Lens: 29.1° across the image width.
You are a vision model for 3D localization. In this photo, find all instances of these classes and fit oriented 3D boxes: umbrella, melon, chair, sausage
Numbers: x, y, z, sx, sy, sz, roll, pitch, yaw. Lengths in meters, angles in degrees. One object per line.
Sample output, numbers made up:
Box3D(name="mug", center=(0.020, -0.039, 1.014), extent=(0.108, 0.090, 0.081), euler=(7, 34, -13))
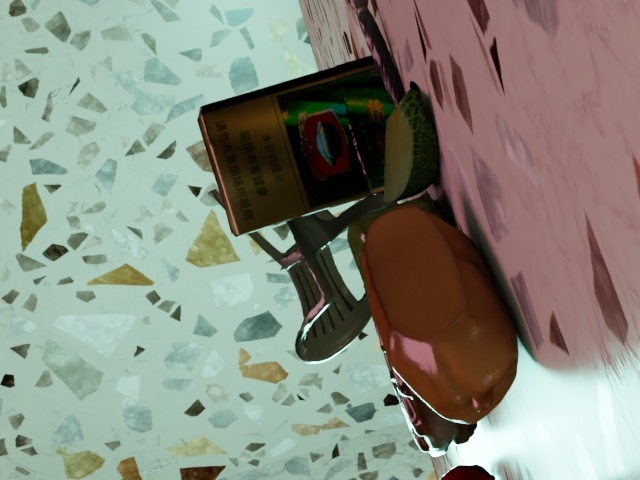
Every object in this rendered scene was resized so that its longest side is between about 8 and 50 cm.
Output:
Box3D(name="umbrella", center=(0.053, -0.250, 1.441), extent=(0.044, 0.044, 0.269), euler=(-12, -98, -46))
Box3D(name="melon", center=(0.098, -0.112, 1.326), extent=(0.262, 0.053, 0.114), euler=(95, 169, -76))
Box3D(name="chair", center=(0.000, 0.000, 1.609), extent=(0.274, 0.203, 0.190), euler=(57, 137, 4))
Box3D(name="sausage", center=(0.111, 0.067, 1.155), extent=(0.136, 0.120, 0.241), euler=(55, -170, -35))

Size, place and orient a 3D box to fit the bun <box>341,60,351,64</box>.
Box3D(name="bun", center=(0.050, -0.236, 1.909), extent=(0.083, 0.045, 0.083), euler=(-18, -90, -85))

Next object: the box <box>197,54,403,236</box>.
Box3D(name="box", center=(-0.011, -0.112, 1.463), extent=(0.071, 0.240, 0.159), euler=(153, 98, -82))

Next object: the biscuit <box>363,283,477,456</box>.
Box3D(name="biscuit", center=(0.144, 0.157, 1.826), extent=(0.332, 0.103, 0.332), euler=(164, 90, -89))

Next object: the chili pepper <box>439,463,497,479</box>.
Box3D(name="chili pepper", center=(0.215, 0.398, 1.695), extent=(0.387, 0.110, 0.110), euler=(-99, -8, -73))

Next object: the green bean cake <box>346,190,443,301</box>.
Box3D(name="green bean cake", center=(0.110, 0.057, 1.402), extent=(0.214, 0.113, 0.200), euler=(72, 178, -87))
